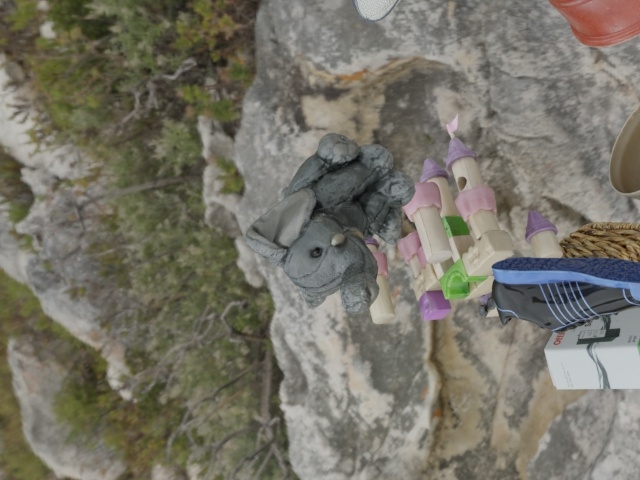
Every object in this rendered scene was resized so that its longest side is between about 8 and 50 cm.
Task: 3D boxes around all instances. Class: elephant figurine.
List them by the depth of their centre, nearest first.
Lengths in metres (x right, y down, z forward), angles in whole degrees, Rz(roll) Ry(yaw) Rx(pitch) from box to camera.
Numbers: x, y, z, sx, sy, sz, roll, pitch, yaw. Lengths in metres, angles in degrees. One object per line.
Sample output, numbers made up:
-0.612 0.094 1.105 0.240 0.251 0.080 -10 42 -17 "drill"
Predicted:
0.000 0.000 0.890 0.169 0.239 0.186 25 142 5 "elephant figurine"

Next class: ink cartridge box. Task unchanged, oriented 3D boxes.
0.509 0.179 1.323 0.208 0.153 0.087 -10 110 37 "ink cartridge box"

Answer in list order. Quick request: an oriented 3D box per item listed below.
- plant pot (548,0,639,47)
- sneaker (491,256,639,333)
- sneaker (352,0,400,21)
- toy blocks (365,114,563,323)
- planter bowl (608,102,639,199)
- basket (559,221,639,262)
0.297 -0.410 0.881 0.265 0.272 0.272 29 127 -20 "plant pot"
0.335 0.075 1.002 0.232 0.081 0.090 3 110 38 "sneaker"
0.049 -0.211 0.534 0.052 0.058 0.135 15 128 -3 "sneaker"
0.229 -0.029 1.363 0.288 0.309 0.260 122 141 -52 "toy blocks"
0.465 -0.112 0.990 0.109 0.162 0.162 23 121 -11 "planter bowl"
0.620 0.094 1.579 0.223 0.213 0.299 -37 112 12 "basket"
